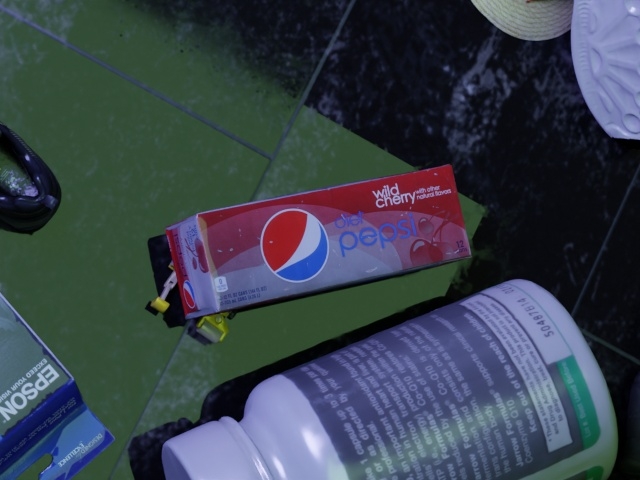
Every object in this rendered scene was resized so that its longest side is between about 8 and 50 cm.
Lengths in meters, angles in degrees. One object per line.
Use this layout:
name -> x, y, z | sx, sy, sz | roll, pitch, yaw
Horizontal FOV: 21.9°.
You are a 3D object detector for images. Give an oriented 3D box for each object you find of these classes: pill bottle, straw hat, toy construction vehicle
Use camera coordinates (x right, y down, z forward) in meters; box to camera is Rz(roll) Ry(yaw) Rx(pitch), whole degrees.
pill bottle -> 0.059, 0.187, 1.452 | 0.361, 0.204, 0.204 | -21, 89, -17
straw hat -> 0.213, -0.269, 1.619 | 0.144, 0.061, 0.144 | 2, 83, -15
toy construction vehicle -> -0.099, 0.039, 1.518 | 0.086, 0.035, 0.098 | 33, 75, -17

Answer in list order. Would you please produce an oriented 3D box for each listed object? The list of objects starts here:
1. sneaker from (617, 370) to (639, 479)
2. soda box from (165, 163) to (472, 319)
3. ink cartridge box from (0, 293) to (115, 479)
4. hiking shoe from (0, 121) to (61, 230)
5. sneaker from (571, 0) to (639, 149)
sneaker -> 0.429, 0.181, 1.608 | 0.286, 0.109, 0.130 | 7, 76, -16
soda box -> 0.000, 0.000, 1.499 | 0.263, 0.083, 0.092 | -11, 87, -27
ink cartridge box -> -0.338, 0.101, 1.429 | 0.165, 0.065, 0.333 | -43, 96, -16
hiking shoe -> -0.316, -0.097, 1.428 | 0.227, 0.114, 0.086 | 33, 76, -9
sneaker -> 0.350, -0.276, 1.624 | 0.236, 0.130, 0.323 | -32, 118, -38
